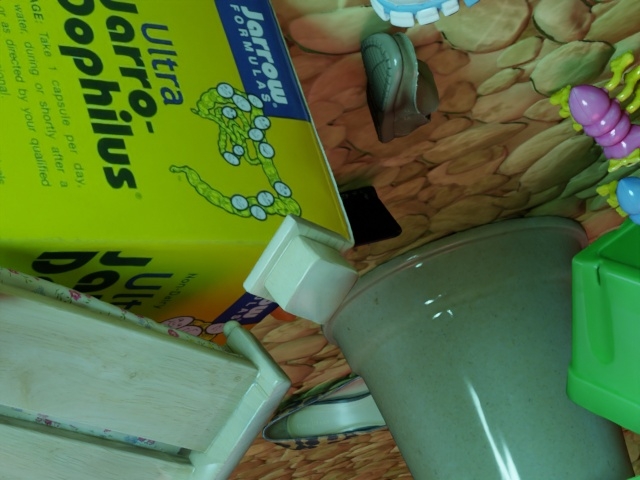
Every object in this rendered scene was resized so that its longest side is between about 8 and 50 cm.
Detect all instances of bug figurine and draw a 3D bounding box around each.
[{"bbox_3d":[0.322,-0.095,1.022,0.216,0.072,0.279,37,132,-20],"label":"bug figurine"}]

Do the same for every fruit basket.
[{"bbox_3d":[0.465,0.114,1.239,0.392,0.392,0.283,-5,-164,-31],"label":"fruit basket"}]

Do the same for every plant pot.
[{"bbox_3d":[0.204,0.184,1.405,0.334,0.305,0.334,-16,158,-7],"label":"plant pot"}]

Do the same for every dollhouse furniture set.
[{"bbox_3d":[-0.212,0.069,0.635,0.303,0.174,0.355,24,105,-42],"label":"dollhouse furniture set"}]

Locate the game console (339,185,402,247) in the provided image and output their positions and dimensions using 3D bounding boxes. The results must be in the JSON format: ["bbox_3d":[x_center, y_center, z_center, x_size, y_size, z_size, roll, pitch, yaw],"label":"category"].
[{"bbox_3d":[0.000,0.000,1.119,0.122,0.071,0.107,-13,157,-14],"label":"game console"}]

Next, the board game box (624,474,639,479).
[{"bbox_3d":[0.245,0.317,1.280,0.213,0.046,0.317,-19,158,-2],"label":"board game box"}]

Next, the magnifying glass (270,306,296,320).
[{"bbox_3d":[-0.058,0.049,1.222,0.092,0.026,0.231,6,166,12],"label":"magnifying glass"}]

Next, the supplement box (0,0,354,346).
[{"bbox_3d":[-0.194,-0.036,0.709,0.356,0.195,0.194,0,152,-40],"label":"supplement box"}]

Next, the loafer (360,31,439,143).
[{"bbox_3d":[0.061,-0.118,0.917,0.050,0.056,0.148,-18,168,-3],"label":"loafer"}]

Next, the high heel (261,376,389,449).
[{"bbox_3d":[0.046,0.226,1.654,0.186,0.093,0.261,-11,167,-35],"label":"high heel"}]

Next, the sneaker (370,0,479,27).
[{"bbox_3d":[0.110,-0.196,0.751,0.191,0.071,0.083,-23,152,10],"label":"sneaker"}]
